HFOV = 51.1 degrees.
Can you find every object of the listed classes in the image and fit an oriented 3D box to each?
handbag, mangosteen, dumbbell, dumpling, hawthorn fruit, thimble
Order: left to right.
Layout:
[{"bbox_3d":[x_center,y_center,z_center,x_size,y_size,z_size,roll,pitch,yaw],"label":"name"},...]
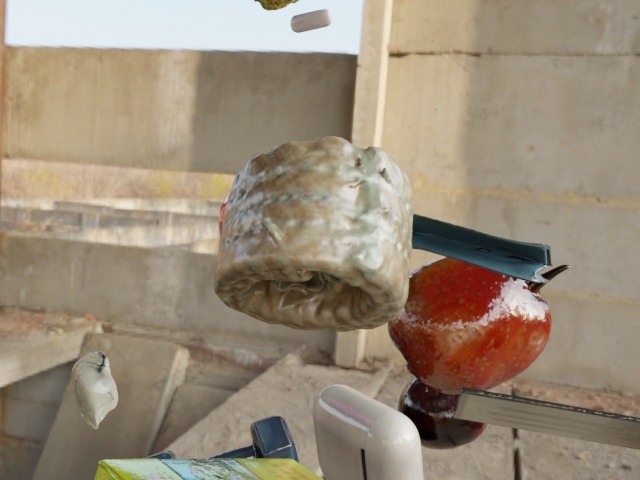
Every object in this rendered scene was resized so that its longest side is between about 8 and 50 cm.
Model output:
[{"bbox_3d":[-0.562,0.369,1.651,0.150,0.176,0.092,-24,-3,41],"label":"dumpling"},{"bbox_3d":[-0.212,0.483,1.420,0.325,0.144,0.160,-14,-14,-13],"label":"dumbbell"},{"bbox_3d":[-0.006,0.001,0.689,0.196,0.148,0.229,7,-23,0],"label":"thimble"},{"bbox_3d":[0.310,0.402,1.721,0.236,0.261,0.235,-13,14,3],"label":"mangosteen"},{"bbox_3d":[0.234,0.015,1.012,0.221,0.057,0.144,15,-1,24],"label":"handbag"},{"bbox_3d":[0.311,0.139,1.292,0.369,0.284,0.285,-29,-7,21],"label":"hawthorn fruit"}]

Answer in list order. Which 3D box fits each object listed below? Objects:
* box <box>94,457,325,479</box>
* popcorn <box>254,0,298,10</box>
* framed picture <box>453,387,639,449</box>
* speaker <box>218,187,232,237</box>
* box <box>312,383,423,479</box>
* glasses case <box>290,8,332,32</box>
[{"bbox_3d":[-0.117,0.353,0.916,0.335,0.047,0.187,15,-1,-40],"label":"box"},{"bbox_3d":[-0.107,-0.605,1.438,0.170,0.217,0.189,2,-20,-9],"label":"popcorn"},{"bbox_3d":[0.362,0.266,0.974,0.324,0.013,0.244,7,-21,11],"label":"framed picture"},{"bbox_3d":[-0.084,-0.033,1.493,0.295,0.294,0.294,4,5,0],"label":"speaker"},{"bbox_3d":[0.114,0.531,1.688,0.141,0.288,0.349,-15,17,-34],"label":"box"},{"bbox_3d":[-0.018,-0.402,1.225,0.083,0.032,0.021,-3,13,29],"label":"glasses case"}]
